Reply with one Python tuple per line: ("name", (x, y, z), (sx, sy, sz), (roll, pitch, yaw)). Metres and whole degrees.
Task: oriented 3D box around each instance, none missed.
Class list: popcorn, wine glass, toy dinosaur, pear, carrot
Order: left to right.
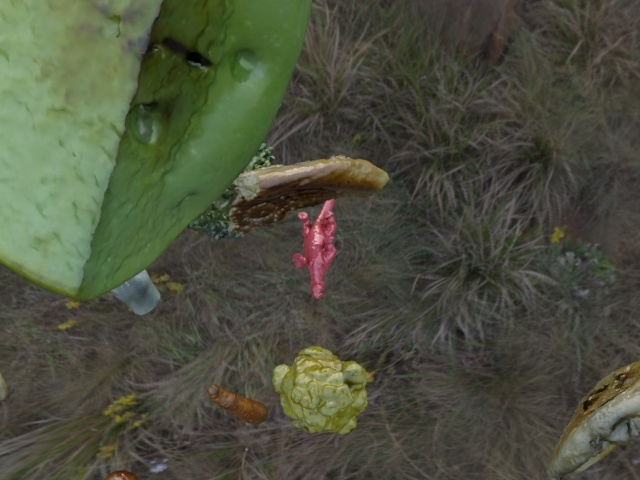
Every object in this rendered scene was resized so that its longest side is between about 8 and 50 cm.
("wine glass", (-0.449, 0.085, 1.470), (0.092, 0.202, 0.093), (-11, 46, 12))
("pear", (-0.152, -0.164, 0.532), (0.238, 0.318, 0.343), (27, 109, 9))
("carrot", (-0.199, 0.394, 1.529), (0.059, 0.248, 0.059), (-13, 57, 22))
("toy dinosaur", (0.001, 0.008, 1.155), (0.070, 0.139, 0.286), (-5, 44, 8))
("popcorn", (0.003, 0.386, 1.657), (0.241, 0.250, 0.235), (-11, 67, -9))

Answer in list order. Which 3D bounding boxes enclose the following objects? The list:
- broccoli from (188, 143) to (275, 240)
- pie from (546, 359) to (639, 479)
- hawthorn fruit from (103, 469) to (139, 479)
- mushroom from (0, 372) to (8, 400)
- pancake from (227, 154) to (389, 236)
("broccoli", (-0.204, -0.148, 1.099), (0.277, 0.317, 0.338), (51, 32, 15))
("pie", (0.503, 0.281, 1.080), (0.339, 0.339, 0.077), (-37, 69, -16))
("hawthorn fruit", (-0.366, 0.460, 1.164), (0.077, 0.077, 0.077), (2, 72, -6))
("mushroom", (-0.834, 0.296, 1.295), (0.292, 0.217, 0.212), (-32, 114, -36))
("pancake", (-0.044, -0.058, 1.004), (0.266, 0.244, 0.057), (5, 58, -47))
